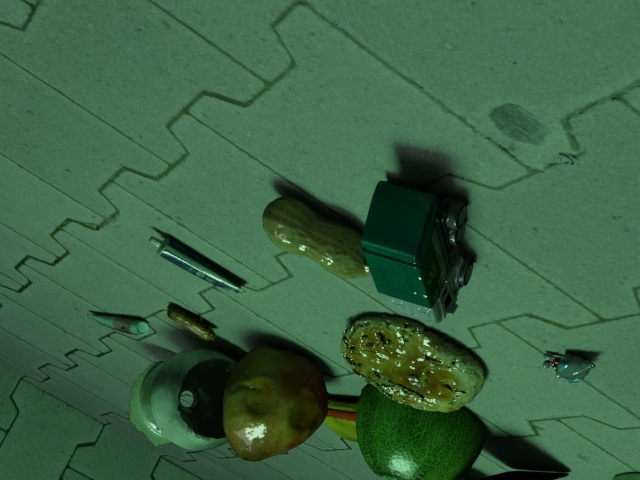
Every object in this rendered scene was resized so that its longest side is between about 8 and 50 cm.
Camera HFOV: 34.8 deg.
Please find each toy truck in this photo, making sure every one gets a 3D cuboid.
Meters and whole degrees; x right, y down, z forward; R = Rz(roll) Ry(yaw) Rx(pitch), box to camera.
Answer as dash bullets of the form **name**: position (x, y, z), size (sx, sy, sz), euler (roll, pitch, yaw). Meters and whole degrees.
- **toy truck**: position (0.126, 0.013, 1.339), size (0.114, 0.124, 0.253), euler (17, 152, 24)

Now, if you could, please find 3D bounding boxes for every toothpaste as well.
- **toothpaste**: position (-0.223, 0.045, 1.842), size (0.197, 0.035, 0.057), euler (32, 164, -18)
- **toothpaste**: position (-0.472, 0.195, 2.383), size (0.205, 0.036, 0.056), euler (3, 149, 48)

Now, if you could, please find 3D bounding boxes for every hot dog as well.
- **hot dog**: position (-0.270, 0.171, 2.143), size (0.122, 0.037, 0.049), euler (35, 166, -6)

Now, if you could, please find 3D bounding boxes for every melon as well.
- **melon**: position (0.186, 0.382, 1.953), size (0.265, 0.169, 0.129), euler (24, 155, 2)

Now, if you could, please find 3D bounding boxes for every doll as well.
- **doll**: position (0.378, 0.193, 1.549), size (0.057, 0.039, 0.114), euler (71, 161, 3)

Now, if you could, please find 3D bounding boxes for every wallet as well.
- **wallet**: position (0.093, 0.389, 2.184), size (0.141, 0.067, 0.241), euler (42, 152, -28)

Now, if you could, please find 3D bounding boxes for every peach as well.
- **peach**: position (-0.106, 0.333, 2.068), size (0.214, 0.235, 0.214), euler (29, 154, 16)

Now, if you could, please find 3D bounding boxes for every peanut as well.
- **peanut**: position (0.000, 0.000, 1.485), size (0.187, 0.082, 0.082), euler (26, 156, -4)

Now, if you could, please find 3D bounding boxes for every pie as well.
- **pie**: position (0.162, 0.218, 1.791), size (0.274, 0.055, 0.274), euler (20, 150, 12)

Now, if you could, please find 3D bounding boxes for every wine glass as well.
- **wine glass**: position (-0.283, 0.356, 2.288), size (0.238, 0.238, 0.323), euler (32, 159, -14)

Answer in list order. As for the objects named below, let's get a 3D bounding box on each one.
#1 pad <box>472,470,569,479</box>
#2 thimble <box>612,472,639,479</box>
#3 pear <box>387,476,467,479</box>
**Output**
- **pad**: position (0.341, 0.478, 1.999), size (0.267, 0.004, 0.181), euler (-5, 174, -34)
- **thimble**: position (0.644, 0.550, 1.867), size (0.270, 0.150, 0.271), euler (21, 156, 10)
- **pear**: position (0.244, 0.629, 2.312), size (0.252, 0.253, 0.307), euler (26, 167, 1)
